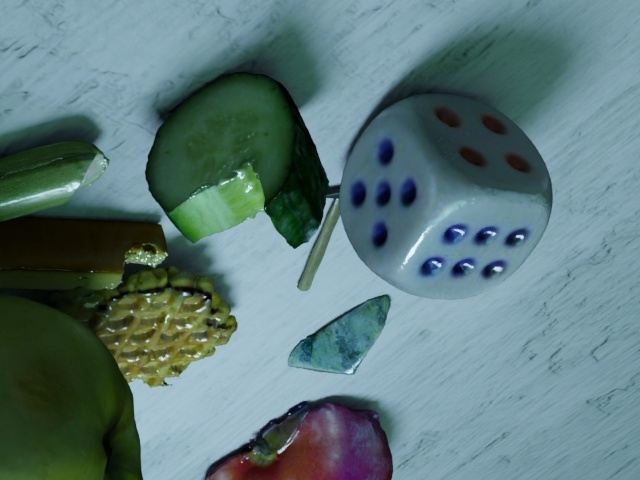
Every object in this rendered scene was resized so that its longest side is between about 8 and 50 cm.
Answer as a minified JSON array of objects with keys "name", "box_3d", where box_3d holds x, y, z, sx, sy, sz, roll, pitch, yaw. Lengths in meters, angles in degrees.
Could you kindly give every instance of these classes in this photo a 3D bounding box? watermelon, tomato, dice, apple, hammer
[{"name":"watermelon","box_3d":[0.042,0.150,2.062,0.180,0.081,0.094,-41,167,32]},{"name":"tomato","box_3d":[-0.009,0.415,2.268,0.335,0.176,0.290,-36,146,15]},{"name":"dice","box_3d":[0.150,-0.054,1.726,0.193,0.191,0.194,5,131,-36]},{"name":"apple","box_3d":[-0.420,0.275,1.606,0.474,0.473,0.473,-15,144,-11]},{"name":"hammer","box_3d":[0.000,0.000,1.870,0.062,0.013,0.199,-4,140,-25]}]

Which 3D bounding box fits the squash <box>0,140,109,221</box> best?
[{"name":"squash","box_3d":[-0.346,-0.057,1.558,0.239,0.069,0.069,-17,144,-8]}]

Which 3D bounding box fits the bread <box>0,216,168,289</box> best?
[{"name":"bread","box_3d":[-0.286,0.016,1.671,0.226,0.088,0.049,3,135,-30]}]

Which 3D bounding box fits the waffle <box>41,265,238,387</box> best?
[{"name":"waffle","box_3d":[-0.254,0.122,1.840,0.301,0.058,0.281,-13,149,-7]}]

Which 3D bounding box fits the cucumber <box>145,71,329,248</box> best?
[{"name":"cucumber","box_3d":[-0.091,-0.086,1.585,0.191,0.191,0.130,-24,143,1]}]
